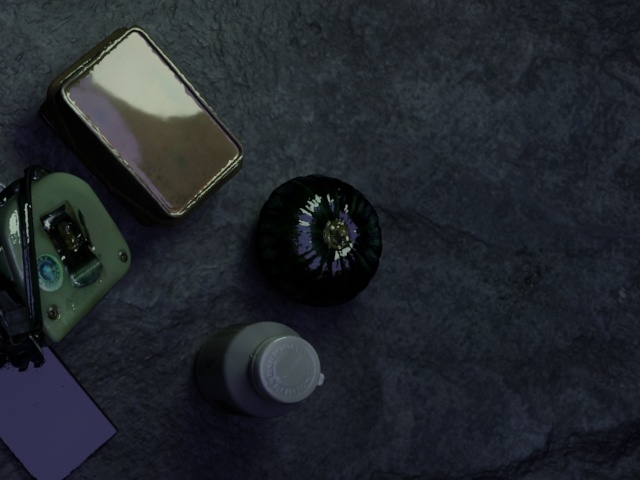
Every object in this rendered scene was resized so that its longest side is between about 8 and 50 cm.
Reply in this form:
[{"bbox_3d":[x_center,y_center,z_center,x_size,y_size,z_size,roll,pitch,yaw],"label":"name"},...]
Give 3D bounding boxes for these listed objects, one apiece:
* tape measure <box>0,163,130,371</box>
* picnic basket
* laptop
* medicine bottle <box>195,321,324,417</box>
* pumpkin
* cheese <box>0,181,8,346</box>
[{"bbox_3d":[-0.369,0.021,1.668,0.207,0.115,0.235,61,39,-20],"label":"tape measure"},{"bbox_3d":[-0.249,-0.155,1.778,0.267,0.139,0.165,48,69,-13],"label":"picnic basket"},{"bbox_3d":[-0.388,0.234,1.746,0.135,0.016,0.197,-40,99,-21],"label":"laptop"},{"bbox_3d":[-0.083,0.182,1.775,0.135,0.215,0.135,3,84,-24],"label":"medicine bottle"},{"bbox_3d":[0.000,0.000,1.875,0.202,0.140,0.202,2,85,-27],"label":"pumpkin"},{"bbox_3d":[-0.485,0.049,1.687,0.163,0.082,0.286,19,74,-23],"label":"cheese"}]
